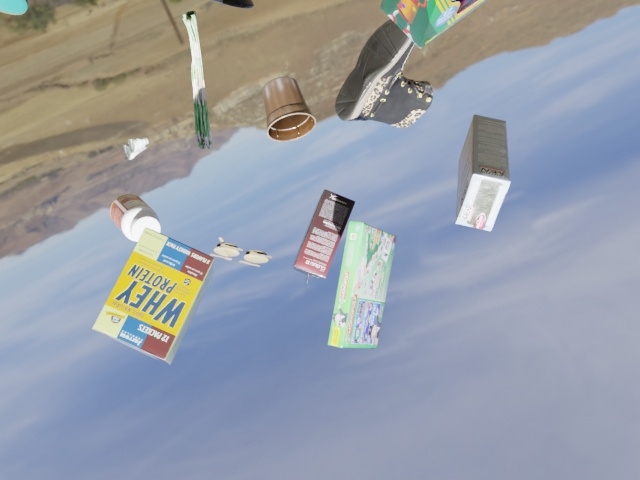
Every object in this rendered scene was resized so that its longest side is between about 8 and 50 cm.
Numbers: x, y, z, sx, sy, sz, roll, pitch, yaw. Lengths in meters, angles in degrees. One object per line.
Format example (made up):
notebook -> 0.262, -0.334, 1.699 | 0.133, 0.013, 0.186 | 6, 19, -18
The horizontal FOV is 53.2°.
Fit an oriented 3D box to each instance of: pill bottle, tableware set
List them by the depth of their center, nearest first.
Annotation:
pill bottle -> -0.597, -0.067, 2.075 | 0.121, 0.121, 0.216 | -30, -146, -20
tableware set -> -0.271, 0.038, 2.201 | 0.194, 0.039, 0.128 | 15, 156, -24

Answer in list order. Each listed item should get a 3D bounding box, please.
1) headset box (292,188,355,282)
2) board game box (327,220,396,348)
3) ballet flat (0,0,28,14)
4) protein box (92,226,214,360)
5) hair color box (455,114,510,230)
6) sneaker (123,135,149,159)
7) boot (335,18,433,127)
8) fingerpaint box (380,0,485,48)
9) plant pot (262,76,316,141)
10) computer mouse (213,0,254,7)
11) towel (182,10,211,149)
headset box -> 0.000, 0.000, 2.077 | 0.218, 0.110, 0.293 | 134, -22, -83
board game box -> 0.114, 0.123, 1.681 | 0.046, 0.317, 0.213 | 8, 175, 31
ballet flat -> -0.832, -0.625, 1.560 | 0.232, 0.073, 0.080 | 12, 113, -56
protein box -> -0.303, 0.111, 1.194 | 0.201, 0.136, 0.199 | 129, -15, -74
hair color box -> 0.503, -0.219, 1.989 | 0.114, 0.185, 0.374 | 13, -140, 4
sneaker -> -0.583, -0.294, 2.026 | 0.061, 0.053, 0.152 | -25, -172, -29
boot -> 0.248, -0.514, 2.027 | 0.284, 0.138, 0.377 | 5, 131, -41
fingerpaint box -> 0.372, -0.693, 1.419 | 0.445, 0.163, 0.371 | -38, 169, -13
plant pot -> -0.117, -0.442, 2.127 | 0.167, 0.165, 0.167 | -15, 160, -6
computer mouse -> -0.358, -0.823, 2.115 | 0.262, 0.060, 0.184 | 23, -152, 26
towel -> -0.316, -0.416, 1.640 | 0.038, 0.324, 0.248 | -7, -158, -8
